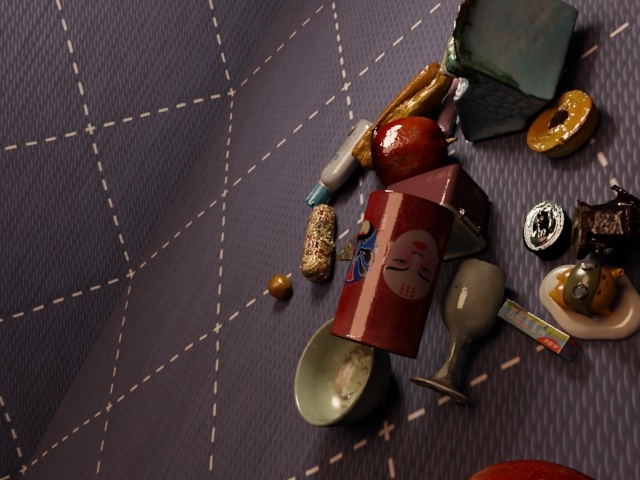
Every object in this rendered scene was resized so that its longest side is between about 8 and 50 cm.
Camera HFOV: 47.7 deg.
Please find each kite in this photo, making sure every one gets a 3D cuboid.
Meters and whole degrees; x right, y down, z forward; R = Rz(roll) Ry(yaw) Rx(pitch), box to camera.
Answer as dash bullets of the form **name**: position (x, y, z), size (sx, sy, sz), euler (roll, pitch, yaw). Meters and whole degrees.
- **kite**: position (0.105, 0.035, 2.166), size (0.190, 0.010, 0.159), euler (-2, 63, 55)

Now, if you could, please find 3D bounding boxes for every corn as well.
- **corn**: position (0.000, 0.000, 2.264), size (0.098, 0.098, 0.290), euler (-27, 41, 39)

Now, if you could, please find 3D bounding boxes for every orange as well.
- **orange**: position (-0.130, 0.150, 2.330), size (0.085, 0.085, 0.085), euler (-34, 39, 33)

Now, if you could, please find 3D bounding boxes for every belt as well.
- **belt**: position (0.509, -0.024, 1.622), size (0.105, 0.058, 0.140), euler (-20, 47, 40)

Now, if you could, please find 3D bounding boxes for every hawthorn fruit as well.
- **hawthorn fruit**: position (0.265, -0.242, 2.017), size (0.249, 0.215, 0.215), euler (-21, 43, 14)

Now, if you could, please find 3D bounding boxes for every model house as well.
- **model house**: position (0.585, -0.027, 1.428), size (0.164, 0.141, 0.203), euler (2, 18, 16)
- **model house**: position (0.456, -0.478, 1.930), size (0.339, 0.297, 0.360), euler (115, 175, -69)

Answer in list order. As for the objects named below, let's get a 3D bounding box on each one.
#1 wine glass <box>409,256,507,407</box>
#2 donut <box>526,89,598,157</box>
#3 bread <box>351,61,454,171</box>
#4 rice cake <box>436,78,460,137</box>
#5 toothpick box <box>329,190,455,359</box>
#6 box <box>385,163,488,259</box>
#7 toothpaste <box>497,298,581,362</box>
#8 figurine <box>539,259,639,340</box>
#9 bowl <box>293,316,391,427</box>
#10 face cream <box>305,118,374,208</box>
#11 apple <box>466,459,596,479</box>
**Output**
- **wine glass**: position (0.317, 0.200, 1.617), size (0.143, 0.143, 0.321), euler (3, 63, 55)
- **donut**: position (0.584, -0.272, 1.733), size (0.178, 0.065, 0.162), euler (-45, 29, 22)
- **bread**: position (0.256, -0.365, 2.164), size (0.109, 0.185, 0.380), euler (47, 113, 11)
- **rice cake**: position (0.389, -0.413, 2.128), size (0.055, 0.049, 0.270), euler (-5, 59, 52)
- **toothpick box**: position (0.161, 0.077, 1.615), size (0.204, 0.204, 0.333), euler (3, 75, 55)
- **box**: position (0.280, -0.064, 1.852), size (0.294, 0.193, 0.168), euler (-16, 45, 44)
- **toothpaste**: position (0.448, 0.183, 1.514), size (0.044, 0.070, 0.193), euler (-55, 32, 1)
- **figurine**: position (0.506, 0.097, 1.446), size (0.250, 0.141, 0.167), euler (14, 76, 57)
- **bowl**: position (0.078, 0.342, 1.811), size (0.289, 0.146, 0.289), euler (-33, 41, 35)
- **face cream**: position (0.069, -0.245, 2.371), size (0.337, 0.080, 0.163), euler (-54, 12, 5)
- **apple**: position (0.350, 0.515, 1.120), size (0.277, 0.348, 0.349), euler (-24, 45, 33)
